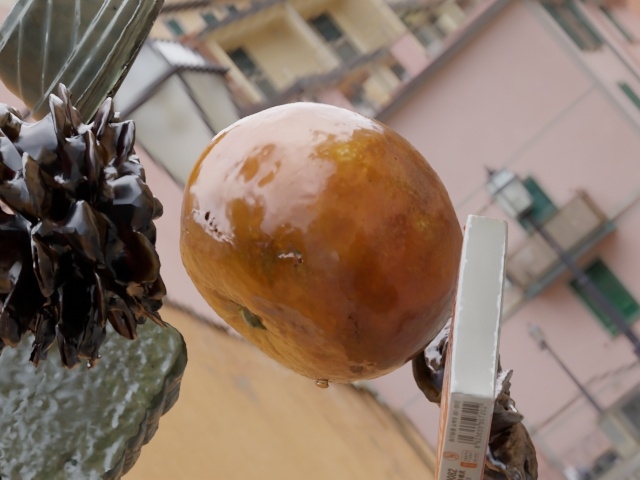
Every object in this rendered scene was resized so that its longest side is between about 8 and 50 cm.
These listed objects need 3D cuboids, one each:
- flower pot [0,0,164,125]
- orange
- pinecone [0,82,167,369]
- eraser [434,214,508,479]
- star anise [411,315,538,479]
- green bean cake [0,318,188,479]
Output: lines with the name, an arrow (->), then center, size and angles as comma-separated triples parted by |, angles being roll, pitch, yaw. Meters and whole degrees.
flower pot -> -0.274, -0.219, 1.587 | 0.235, 0.140, 0.235 | -50, 17, 22
orange -> 0.000, 0.000, 1.380 | 0.226, 0.284, 0.284 | -48, -6, -23
pinecone -> -0.132, -0.002, 0.686 | 0.121, 0.140, 0.140 | -13, -16, -8
eraser -> 0.113, 0.113, 1.112 | 0.230, 0.038, 0.157 | 90, -173, -52
star anise -> 0.189, 0.199, 1.824 | 0.109, 0.292, 0.349 | -26, -54, -9
green bean cake -> -0.222, 0.124, 1.153 | 0.185, 0.183, 0.094 | -59, -8, -34
